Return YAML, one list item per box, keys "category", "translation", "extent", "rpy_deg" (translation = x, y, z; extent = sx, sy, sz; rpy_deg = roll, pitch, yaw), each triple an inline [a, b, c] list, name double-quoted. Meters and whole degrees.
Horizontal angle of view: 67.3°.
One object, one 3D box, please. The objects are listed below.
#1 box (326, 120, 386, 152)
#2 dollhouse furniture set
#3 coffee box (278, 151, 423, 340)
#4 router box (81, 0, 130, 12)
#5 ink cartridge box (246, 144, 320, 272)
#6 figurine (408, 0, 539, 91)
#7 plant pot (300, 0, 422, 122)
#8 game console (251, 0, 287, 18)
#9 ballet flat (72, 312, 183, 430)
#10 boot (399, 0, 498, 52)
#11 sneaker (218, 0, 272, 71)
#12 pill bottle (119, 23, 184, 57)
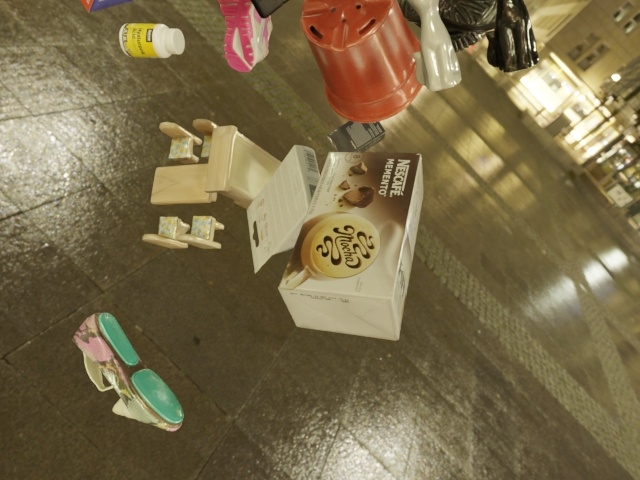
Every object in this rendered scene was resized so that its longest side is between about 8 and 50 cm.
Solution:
- category: "box"
  translation: [0.112, -0.320, 1.492]
  extent: [0.093, 0.158, 0.156]
  rpy_deg: [57, 7, -1]
- category: "dollhouse furniture set"
  translation: [-0.347, -0.176, 1.371]
  extent: [0.256, 0.394, 0.362]
  rpy_deg: [27, 66, -62]
- category: "coffee box"
  translation: [0.066, -0.005, 0.782]
  extent: [0.119, 0.168, 0.297]
  rpy_deg: [72, 29, -48]
- category: "router box"
  translation: [-0.446, -0.698, 1.056]
  extent: [0.335, 0.082, 0.301]
  rpy_deg: [-42, 105, -37]
- category: "ink cartridge box"
  translation: [-0.078, -0.062, 1.039]
  extent: [0.066, 0.232, 0.189]
  rpy_deg: [10, 50, -29]
- category: "figurine"
  translation: [0.253, -0.389, 0.835]
  extent: [0.092, 0.214, 0.210]
  rpy_deg: [-64, 140, -55]
- category: "plant pot"
  translation: [0.092, -0.457, 1.115]
  extent: [0.272, 0.272, 0.265]
  rpy_deg: [60, 11, 22]
- category: "game console"
  translation: [-0.086, -0.464, 0.812]
  extent: [0.107, 0.122, 0.071]
  rpy_deg: [52, 4, -6]
- category: "ballet flat"
  translation: [-0.298, 0.212, 0.732]
  extent: [0.221, 0.079, 0.077]
  rpy_deg: [48, 5, 10]
- category: "boot"
  translation: [0.418, -0.622, 1.358]
  extent: [0.348, 0.131, 0.260]
  rpy_deg: [30, 11, 39]
- category: "sneaker"
  translation: [-0.174, -0.541, 1.145]
  extent: [0.102, 0.252, 0.111]
  rpy_deg: [17, 34, 17]
- category: "pill bottle"
  translation: [-0.338, -0.403, 0.972]
  extent: [0.116, 0.065, 0.065]
  rpy_deg: [6, 28, 13]
